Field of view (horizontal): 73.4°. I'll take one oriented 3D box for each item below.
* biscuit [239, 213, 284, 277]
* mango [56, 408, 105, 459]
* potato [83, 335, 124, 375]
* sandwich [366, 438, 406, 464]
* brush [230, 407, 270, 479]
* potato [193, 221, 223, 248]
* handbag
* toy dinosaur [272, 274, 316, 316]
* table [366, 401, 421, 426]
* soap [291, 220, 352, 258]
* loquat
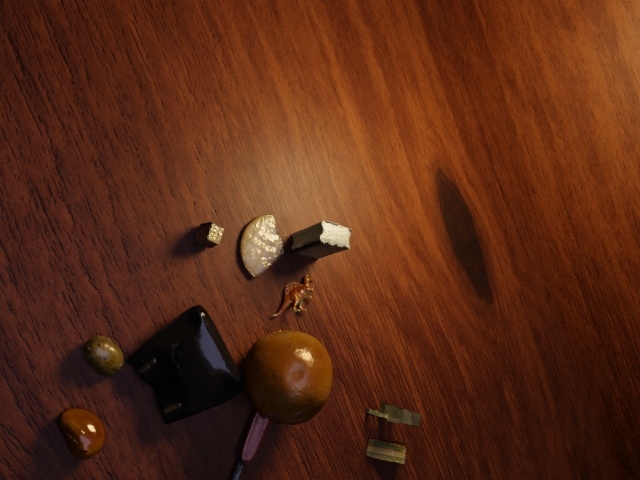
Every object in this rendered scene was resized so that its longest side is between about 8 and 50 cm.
[{"bbox_3d":[-0.223,0.020,1.681,0.188,0.040,0.265,16,74,-26],"label":"biscuit"},{"bbox_3d":[-0.707,0.569,1.277,0.105,0.084,0.159,-33,99,-36],"label":"mango"},{"bbox_3d":[-0.674,0.360,1.337,0.091,0.070,0.138,-43,105,-28],"label":"potato"},{"bbox_3d":[0.281,0.901,1.854,0.163,0.113,0.079,8,76,6],"label":"sandwich"},{"bbox_3d":[-0.245,0.711,1.549,0.070,0.051,0.323,32,67,-26],"label":"brush"},{"bbox_3d":[-0.399,-0.017,1.534,0.061,0.122,0.086,24,72,-33],"label":"potato"},{"bbox_3d":[-0.446,0.423,1.428,0.288,0.152,0.342,-29,94,-20],"label":"handbag"},{"bbox_3d":[-0.102,0.217,1.714,0.212,0.057,0.142,-7,74,-33],"label":"toy dinosaur"},{"bbox_3d":[0.307,0.733,1.820,0.175,0.146,0.062,25,71,-26],"label":"table"},{"bbox_3d":[0.000,0.000,1.688,0.150,0.261,0.094,11,73,-30],"label":"soap"},{"bbox_3d":[-0.115,0.474,1.512,0.329,0.328,0.328,5,79,-30],"label":"loquat"}]
